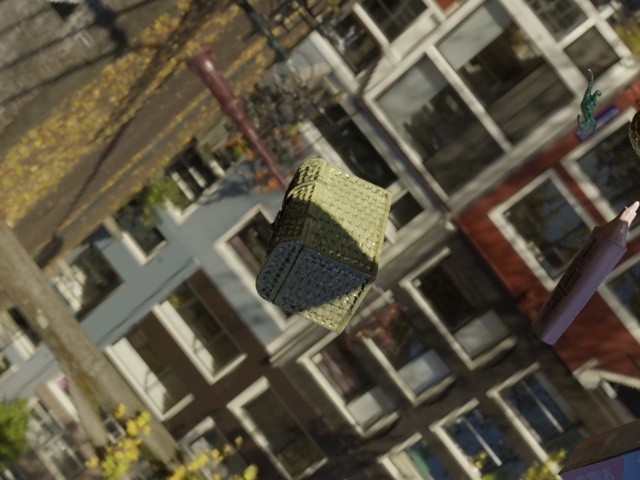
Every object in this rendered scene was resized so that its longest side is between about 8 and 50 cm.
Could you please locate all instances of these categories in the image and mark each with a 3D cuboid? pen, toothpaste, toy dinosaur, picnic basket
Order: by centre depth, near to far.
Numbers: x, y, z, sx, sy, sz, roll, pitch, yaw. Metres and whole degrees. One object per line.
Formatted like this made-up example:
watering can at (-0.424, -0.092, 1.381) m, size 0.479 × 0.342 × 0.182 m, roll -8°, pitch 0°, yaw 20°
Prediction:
pen at (0.316, 0.035, 1.099) m, size 0.197 × 0.032 × 0.053 m, roll -59°, pitch -161°, yaw 17°
toothpaste at (0.445, 0.290, 1.278) m, size 0.076 × 0.066 × 0.320 m, roll -44°, pitch 175°, yaw -27°
toy dinosaur at (0.365, -0.187, 1.284) m, size 0.062 × 0.083 × 0.021 m, roll -38°, pitch -157°, yaw -34°
picnic basket at (0.000, 0.000, 1.335) m, size 0.196 × 0.154 × 0.134 m, roll -76°, pitch -169°, yaw -48°

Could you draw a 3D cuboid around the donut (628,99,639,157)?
donut at (0.698, -0.176, 1.684) m, size 0.160 × 0.330 × 0.330 m, roll -42°, pitch 179°, yaw -6°
